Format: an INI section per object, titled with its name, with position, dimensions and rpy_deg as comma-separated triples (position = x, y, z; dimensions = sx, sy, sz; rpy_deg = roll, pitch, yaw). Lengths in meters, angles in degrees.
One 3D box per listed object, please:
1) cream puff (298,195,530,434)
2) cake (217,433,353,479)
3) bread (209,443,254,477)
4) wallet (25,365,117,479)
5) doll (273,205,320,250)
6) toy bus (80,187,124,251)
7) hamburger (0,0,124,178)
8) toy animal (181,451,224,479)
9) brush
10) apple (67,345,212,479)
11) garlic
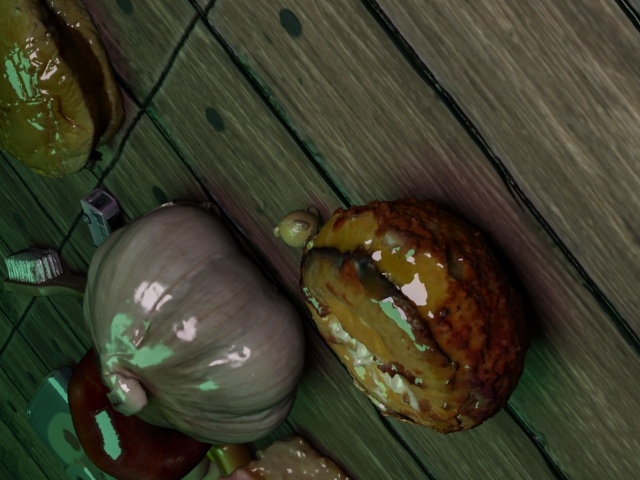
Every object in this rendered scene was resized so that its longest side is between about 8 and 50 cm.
[cream puff]
position = 0.090, 0.061, 1.332
dimensions = 0.240, 0.164, 0.240
rpy_deg = 46, 167, 14
[cake]
position = -0.077, 0.471, 1.900
dimensions = 0.293, 0.306, 0.314
rpy_deg = 41, 150, 19
[bread]
position = -0.121, 0.320, 2.069
dimensions = 0.062, 0.049, 0.103
rpy_deg = 14, 135, 62
[wallet]
position = -0.375, 0.397, 2.524
dimensions = 0.360, 0.083, 0.252
rpy_deg = 51, 147, 5
[doll]
position = -0.005, 0.007, 1.529
dimensions = 0.093, 0.051, 0.061
rpy_deg = 54, 146, -5
[toy bus]
position = -0.289, -0.009, 1.965
dimensions = 0.052, 0.037, 0.131
rpy_deg = 29, 145, 35
[hamburger]
position = -0.335, -0.200, 1.718
dimensions = 0.211, 0.132, 0.309
rpy_deg = 21, 137, 49
[toy animal]
position = -0.193, 0.332, 2.160
dimensions = 0.091, 0.082, 0.114
rpy_deg = 35, 148, 34
[brush]
position = -0.396, 0.050, 2.177
dimensions = 0.327, 0.070, 0.065
rpy_deg = 6, 117, 53
[apple]
position = -0.235, 0.212, 1.947
dimensions = 0.234, 0.234, 0.234
rpy_deg = 37, 149, 28
[garlic]
position = -0.156, 0.111, 1.723
dimensions = 0.322, 0.241, 0.322
rpy_deg = 59, 172, 13
